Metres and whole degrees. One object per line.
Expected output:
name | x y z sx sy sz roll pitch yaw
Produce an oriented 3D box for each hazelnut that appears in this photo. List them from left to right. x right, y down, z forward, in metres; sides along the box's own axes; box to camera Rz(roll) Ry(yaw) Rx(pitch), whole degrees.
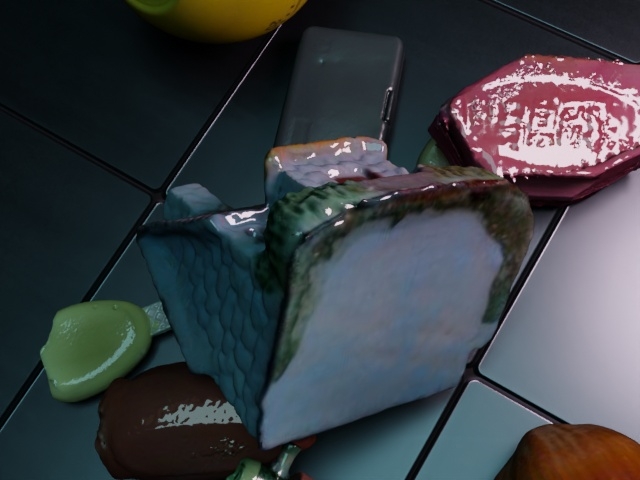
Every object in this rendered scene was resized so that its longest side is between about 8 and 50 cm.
hazelnut | 0.286 0.301 1.027 0.210 0.186 0.210 -1 87 13

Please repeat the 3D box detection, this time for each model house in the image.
model house | 0.000 0.000 1.090 0.360 0.298 0.339 -12 34 -35

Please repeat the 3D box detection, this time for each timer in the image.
timer | -0.115 -0.460 1.279 0.376 0.376 0.387 36 54 17

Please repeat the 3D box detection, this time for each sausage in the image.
sausage | -0.141 0.220 1.120 0.279 0.152 0.152 -5 70 5

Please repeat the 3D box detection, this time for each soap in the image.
soap | 0.287 -0.142 1.198 0.289 0.112 0.182 3 71 -3

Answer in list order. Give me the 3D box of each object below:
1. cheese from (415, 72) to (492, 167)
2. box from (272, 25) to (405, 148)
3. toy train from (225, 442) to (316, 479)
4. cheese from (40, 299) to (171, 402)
cheese | 0.209 -0.151 1.270 0.097 0.037 0.192 26 76 13
box | 0.025 -0.190 1.299 0.160 0.050 0.230 9 71 10
toy train | -0.012 0.366 1.025 0.304 0.150 0.222 32 78 -8
cheese | -0.250 0.116 1.224 0.255 0.050 0.127 -24 68 -4
